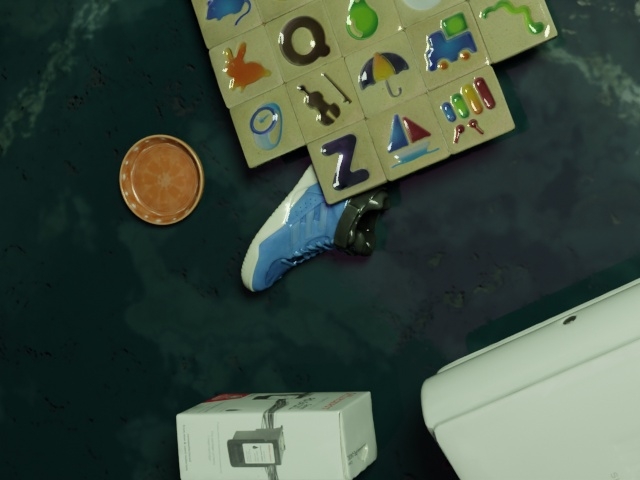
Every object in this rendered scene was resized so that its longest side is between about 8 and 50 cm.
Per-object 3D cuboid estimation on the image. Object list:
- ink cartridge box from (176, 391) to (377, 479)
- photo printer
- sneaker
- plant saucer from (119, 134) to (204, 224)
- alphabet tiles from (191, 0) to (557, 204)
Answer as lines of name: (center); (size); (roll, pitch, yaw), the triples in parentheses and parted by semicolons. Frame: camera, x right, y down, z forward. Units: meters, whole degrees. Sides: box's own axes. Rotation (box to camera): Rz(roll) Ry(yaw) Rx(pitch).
ink cartridge box: (-0.035, 0.171, 1.007); (0.150, 0.109, 0.063); (-4, 91, 16)
photo printer: (0.270, 0.153, 0.887); (0.307, 0.107, 0.256); (-26, 109, 17)
sneaker: (0.000, 0.000, 1.006); (0.084, 0.058, 0.152); (39, 98, 18)
plant saucer: (-0.147, -0.057, 1.067); (0.083, 0.013, 0.084); (2, 97, 17)
alphabet tiles: (0.027, -0.218, 0.974); (0.285, 0.011, 0.343); (-22, 80, 17)
